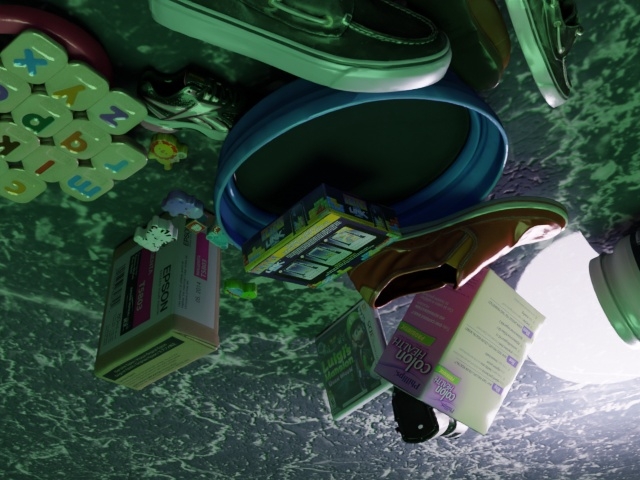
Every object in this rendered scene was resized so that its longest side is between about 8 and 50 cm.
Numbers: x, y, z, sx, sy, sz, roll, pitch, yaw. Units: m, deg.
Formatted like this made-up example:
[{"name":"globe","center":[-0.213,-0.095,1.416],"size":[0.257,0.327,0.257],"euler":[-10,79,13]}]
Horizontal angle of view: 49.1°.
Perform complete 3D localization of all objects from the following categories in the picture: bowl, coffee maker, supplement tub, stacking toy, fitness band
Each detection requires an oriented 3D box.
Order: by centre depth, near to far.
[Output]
[{"name":"fitness band","center":[-0.396,-0.189,0.860],"size":[0.290,0.054,0.209],"euler":[-16,141,19]},{"name":"bowl","center":[0.049,-0.091,0.937],"size":[0.391,0.077,0.391],"euler":[-10,153,-5]},{"name":"stacking toy","center":[-0.160,-0.030,0.989],"size":[0.052,0.167,0.221],"euler":[-27,136,29]},{"name":"supplement tub","center":[0.596,0.050,1.119],"size":[0.272,0.191,0.191],"euler":[-30,135,31]},{"name":"coffee maker","center":[0.248,0.358,1.558],"size":[0.120,0.171,0.178],"euler":[-1,171,35]}]

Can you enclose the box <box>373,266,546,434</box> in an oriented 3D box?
[{"name":"box","center":[0.247,0.180,1.221],"size":[0.213,0.243,0.117],"euler":[34,172,-39]}]

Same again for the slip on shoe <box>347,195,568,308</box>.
[{"name":"slip on shoe","center":[0.202,0.020,1.021],"size":[0.331,0.101,0.123],"euler":[-16,151,0]}]

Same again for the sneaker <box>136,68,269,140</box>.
[{"name":"sneaker","center":[-0.147,-0.175,0.879],"size":[0.178,0.072,0.077],"euler":[-1,141,-3]}]

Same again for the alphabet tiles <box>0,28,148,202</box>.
[{"name":"alphabet tiles","center":[-0.364,-0.144,0.869],"size":[0.278,0.021,0.284],"euler":[-27,139,30]}]

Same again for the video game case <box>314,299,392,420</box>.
[{"name":"video game case","center":[0.062,0.226,1.335],"size":[0.022,0.173,0.190],"euler":[9,143,-34]}]

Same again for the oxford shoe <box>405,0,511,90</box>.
[{"name":"oxford shoe","center":[0.150,-0.272,0.778],"size":[0.076,0.076,0.212],"euler":[3,140,47]}]

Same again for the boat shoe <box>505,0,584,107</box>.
[{"name":"boat shoe","center":[0.265,-0.242,0.808],"size":[0.070,0.078,0.219],"euler":[-19,138,22]}]

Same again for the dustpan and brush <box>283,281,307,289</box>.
[{"name":"dustpan and brush","center":[0.026,0.005,1.148],"size":[0.211,0.060,0.147],"euler":[-7,133,17]}]

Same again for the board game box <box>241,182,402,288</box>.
[{"name":"board game box","center":[0.000,0.000,0.950],"size":[0.141,0.048,0.170],"euler":[18,140,-42]}]

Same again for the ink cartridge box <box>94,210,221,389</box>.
[{"name":"ink cartridge box","center":[-0.245,0.084,1.078],"size":[0.193,0.235,0.088],"euler":[-32,135,32]}]

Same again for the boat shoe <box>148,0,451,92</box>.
[{"name":"boat shoe","center":[-0.015,-0.248,0.729],"size":[0.335,0.121,0.119],"euler":[12,136,-6]}]
